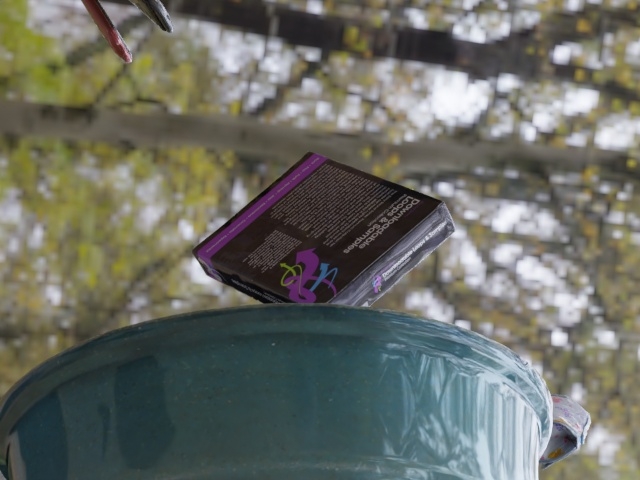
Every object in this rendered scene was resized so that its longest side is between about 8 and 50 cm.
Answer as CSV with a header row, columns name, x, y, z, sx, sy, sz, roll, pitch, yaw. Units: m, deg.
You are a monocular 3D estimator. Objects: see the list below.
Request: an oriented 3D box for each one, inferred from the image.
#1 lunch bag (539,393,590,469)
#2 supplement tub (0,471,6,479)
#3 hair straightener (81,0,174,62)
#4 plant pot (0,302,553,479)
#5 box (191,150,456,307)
name,x,y,z,sx,sy,sz,roll,pitch,yaw
lunch bag,0.191,0.165,1.614,0.071,0.083,0.053,-48,138,-69
supplement tub,-0.385,0.375,1.752,0.207,0.338,0.207,12,-66,27
hair straightener,-0.170,-0.234,1.504,0.230,0.089,0.047,53,-3,46
plant pot,-0.021,0.262,1.043,0.341,0.341,0.334,130,-36,-52
box,0.000,0.000,1.242,0.162,0.116,0.029,23,-32,54
